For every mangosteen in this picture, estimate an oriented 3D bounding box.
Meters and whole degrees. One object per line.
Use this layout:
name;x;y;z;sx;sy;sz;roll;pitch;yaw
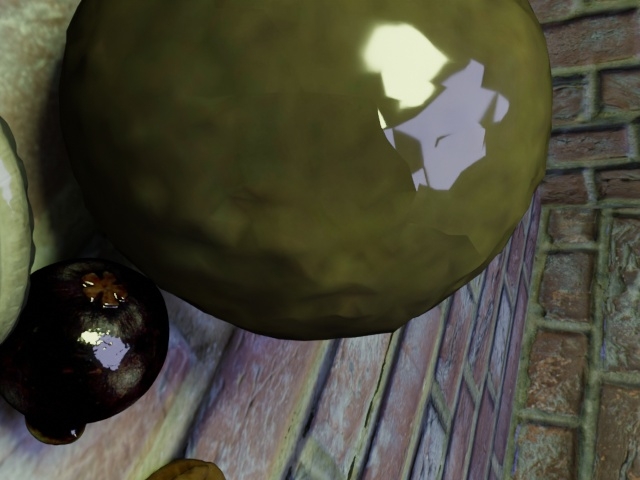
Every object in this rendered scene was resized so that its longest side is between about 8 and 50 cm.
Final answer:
mangosteen;-0.190;0.089;0.484;0.137;0.137;0.151;-30;151;-59

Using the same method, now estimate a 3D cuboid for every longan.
longan;-0.009;-0.106;0.526;0.391;0.391;0.391;-2;92;-62

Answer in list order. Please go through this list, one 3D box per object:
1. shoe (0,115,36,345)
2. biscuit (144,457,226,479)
shoe;-0.274;-0.064;0.308;0.171;0.132;0.336;-35;119;-52
biscuit;-0.180;0.391;0.560;0.381;0.074;0.358;28;64;-63
